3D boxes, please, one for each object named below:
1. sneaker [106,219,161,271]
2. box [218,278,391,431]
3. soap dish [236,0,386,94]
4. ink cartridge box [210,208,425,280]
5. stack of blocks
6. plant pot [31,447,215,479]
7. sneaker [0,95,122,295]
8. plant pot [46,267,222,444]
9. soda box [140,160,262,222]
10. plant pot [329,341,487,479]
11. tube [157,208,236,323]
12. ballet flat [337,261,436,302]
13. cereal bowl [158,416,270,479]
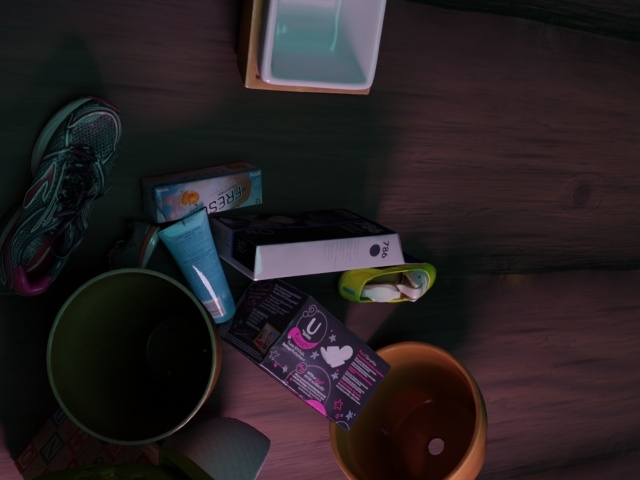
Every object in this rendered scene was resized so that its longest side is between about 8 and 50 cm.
[{"bbox_3d":[-0.301,0.037,1.412,0.064,0.061,0.158,26,98,-7],"label":"sneaker"},{"bbox_3d":[-0.027,0.185,1.568,0.142,0.163,0.247,-53,127,-10],"label":"box"},{"bbox_3d":[-0.012,-0.375,1.398,0.228,0.118,0.291,-3,109,-33],"label":"soap dish"},{"bbox_3d":[0.000,0.000,1.516,0.332,0.165,0.065,-4,108,-33],"label":"ink cartridge box"},{"bbox_3d":[-0.323,0.346,1.349,0.171,0.297,0.087,-52,127,-8],"label":"stack of blocks"},{"bbox_3d":[-0.206,0.397,1.126,0.207,0.228,0.227,-14,112,-34],"label":"plant pot"},{"bbox_3d":[-0.356,-0.058,1.294,0.120,0.112,0.299,24,93,-37],"label":"sneaker"},{"bbox_3d":[-0.239,0.169,1.361,0.237,0.237,0.254,-59,170,-1],"label":"plant pot"},{"bbox_3d":[-0.183,-0.077,1.430,0.183,0.063,0.058,-13,114,-29],"label":"soda box"},{"bbox_3d":[0.188,0.359,1.723,0.291,0.291,0.203,-52,143,-6],"label":"plant pot"},{"bbox_3d":[-0.187,0.045,1.454,0.080,0.052,0.207,-32,134,-17],"label":"tube"},{"bbox_3d":[0.138,0.085,1.693,0.230,0.077,0.077,-2,108,-33],"label":"ballet flat"},{"bbox_3d":[-0.234,0.411,1.449,0.141,0.339,0.339,38,84,-3],"label":"cereal bowl"}]
